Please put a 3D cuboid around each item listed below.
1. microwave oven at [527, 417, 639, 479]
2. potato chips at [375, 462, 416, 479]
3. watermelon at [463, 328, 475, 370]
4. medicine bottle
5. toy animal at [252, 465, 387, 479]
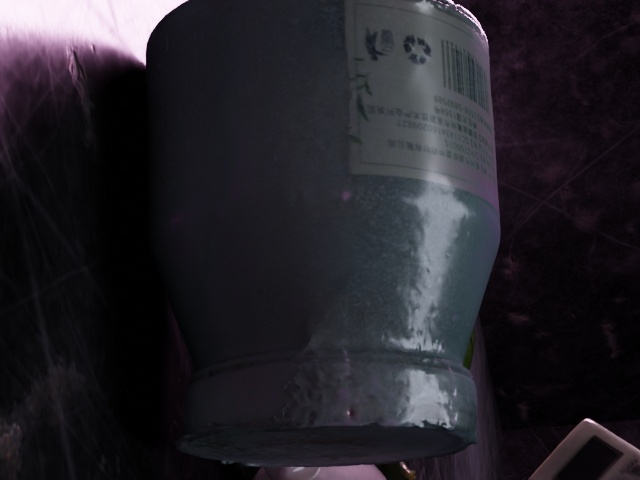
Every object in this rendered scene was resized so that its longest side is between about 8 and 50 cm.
[{"bbox_3d":[0.171,0.387,0.962,0.394,0.247,0.333,-44,147,-18],"label":"microwave oven"},{"bbox_3d":[0.049,0.399,1.268,0.389,0.097,0.373,-84,171,-53],"label":"potato chips"},{"bbox_3d":[0.040,0.078,1.179,0.214,0.188,0.188,55,27,-34],"label":"watermelon"},{"bbox_3d":[0.000,0.000,0.896,0.245,0.245,0.289,51,38,-69],"label":"medicine bottle"},{"bbox_3d":[-0.008,0.240,0.994,0.193,0.128,0.178,-68,148,-64],"label":"toy animal"}]
